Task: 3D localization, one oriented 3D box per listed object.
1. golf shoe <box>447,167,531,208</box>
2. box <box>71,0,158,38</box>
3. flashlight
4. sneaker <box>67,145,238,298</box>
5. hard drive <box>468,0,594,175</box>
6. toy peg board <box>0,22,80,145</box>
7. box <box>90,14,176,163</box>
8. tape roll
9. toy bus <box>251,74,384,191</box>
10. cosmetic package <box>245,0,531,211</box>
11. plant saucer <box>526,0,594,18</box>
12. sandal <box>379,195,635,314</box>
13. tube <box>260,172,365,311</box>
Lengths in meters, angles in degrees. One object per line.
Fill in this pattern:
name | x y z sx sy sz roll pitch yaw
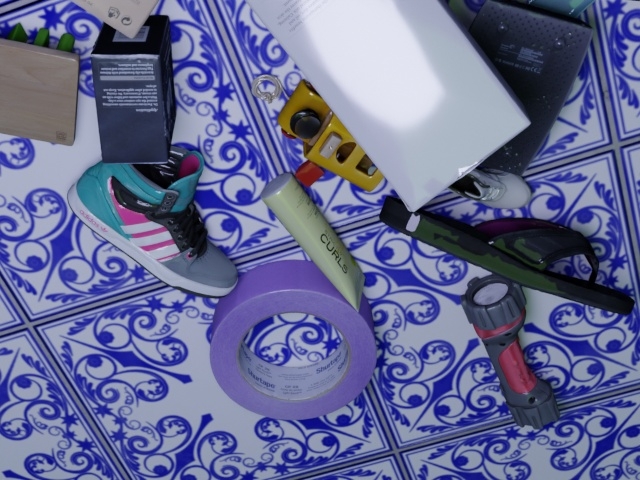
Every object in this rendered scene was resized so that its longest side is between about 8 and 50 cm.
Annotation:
golf shoe | 0.245 -0.077 1.460 0.176 0.086 0.069 17 118 -15
box | -0.197 -0.424 1.189 0.121 0.148 0.311 31 117 -21
flashlight | 0.331 0.194 1.625 0.103 0.103 0.304 -23 119 9
sneaker | -0.212 -0.045 1.447 0.295 0.124 0.178 34 125 -20
hard drive | 0.262 -0.220 1.367 0.172 0.054 0.255 14 129 -6
toy peg board | -0.418 -0.230 1.355 0.161 0.079 0.161 11 137 -8
box | -0.252 -0.209 1.315 0.093 0.156 0.158 0 123 -3
tape roll | -0.045 0.169 1.602 0.274 0.090 0.275 -1 122 -2
toy bus | 0.017 -0.154 1.390 0.202 0.104 0.191 -13 122 6
cosmetic package | 0.086 -0.246 1.245 0.197 0.155 0.365 -35 100 17
plant saucer | 0.315 -0.317 1.350 0.067 0.018 0.192 38 114 -23
sandal | 0.310 0.007 1.479 0.445 0.167 0.107 21 98 -14
tube | 0.000 0.000 1.505 0.070 0.062 0.240 -46 114 -19
